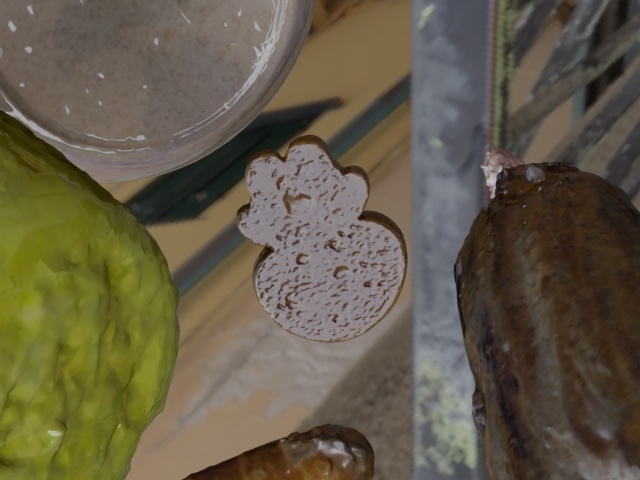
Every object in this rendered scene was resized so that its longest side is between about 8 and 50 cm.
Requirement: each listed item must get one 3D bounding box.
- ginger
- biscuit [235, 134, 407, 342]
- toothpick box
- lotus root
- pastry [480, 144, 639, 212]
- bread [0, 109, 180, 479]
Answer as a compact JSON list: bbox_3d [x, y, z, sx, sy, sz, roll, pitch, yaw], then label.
[{"bbox_3d":[-0.041,0.152,0.669,0.073,0.162,0.103,86,164,-71],"label":"ginger"},{"bbox_3d":[0.000,0.000,1.151,0.124,0.026,0.175,-19,116,2],"label":"biscuit"},{"bbox_3d":[-0.218,-0.268,1.358,0.425,0.409,0.409,-133,26,-58],"label":"toothpick box"},{"bbox_3d":[0.162,0.067,0.861,0.167,0.329,0.078,-15,142,2],"label":"lotus root"},{"bbox_3d":[0.260,0.009,1.352,0.265,0.103,0.112,25,108,25],"label":"pastry"},{"bbox_3d":[-0.283,0.056,0.913,0.308,0.348,0.348,23,133,33],"label":"bread"}]
